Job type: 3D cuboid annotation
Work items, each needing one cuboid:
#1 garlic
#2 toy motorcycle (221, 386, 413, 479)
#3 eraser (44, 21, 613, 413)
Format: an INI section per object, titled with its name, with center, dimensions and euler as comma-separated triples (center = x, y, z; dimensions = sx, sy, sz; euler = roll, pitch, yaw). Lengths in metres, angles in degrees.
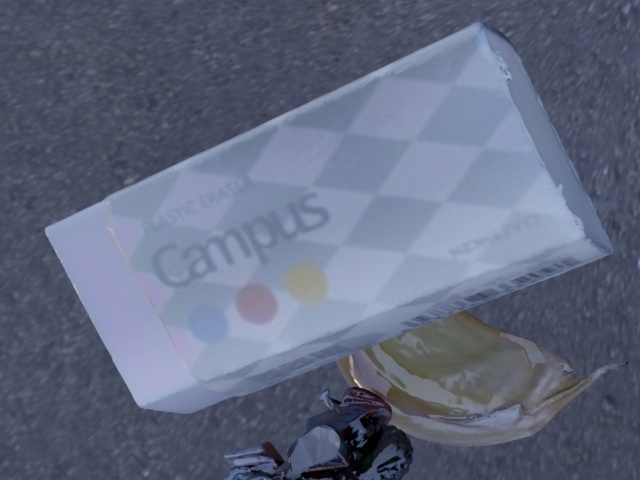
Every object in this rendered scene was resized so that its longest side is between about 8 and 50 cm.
[garlic]
center = 0.145, 0.138, 1.527
dimensions = 0.338, 0.151, 0.196
euler = 31, 100, 32
[toy motorcycle]
center = -0.008, 0.215, 1.415
dimensions = 0.213, 0.122, 0.082
euler = -18, 129, 16
[eraser]
center = 0.001, 0.000, 1.075
dimensions = 0.397, 0.082, 0.213
euler = -24, 101, 22
